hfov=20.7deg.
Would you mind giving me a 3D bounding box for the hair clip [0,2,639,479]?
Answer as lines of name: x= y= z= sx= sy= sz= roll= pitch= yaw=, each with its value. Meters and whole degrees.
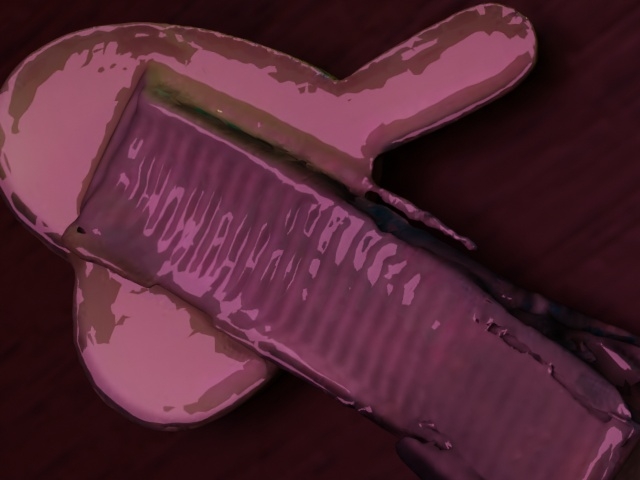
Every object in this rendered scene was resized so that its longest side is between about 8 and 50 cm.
hair clip: x=0.002 y=-0.003 z=0.497 sx=0.218 sy=0.071 sz=0.159 roll=30 pitch=98 yaw=19
